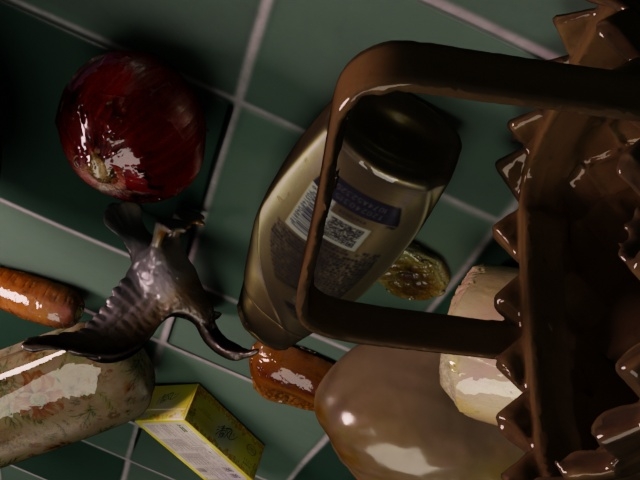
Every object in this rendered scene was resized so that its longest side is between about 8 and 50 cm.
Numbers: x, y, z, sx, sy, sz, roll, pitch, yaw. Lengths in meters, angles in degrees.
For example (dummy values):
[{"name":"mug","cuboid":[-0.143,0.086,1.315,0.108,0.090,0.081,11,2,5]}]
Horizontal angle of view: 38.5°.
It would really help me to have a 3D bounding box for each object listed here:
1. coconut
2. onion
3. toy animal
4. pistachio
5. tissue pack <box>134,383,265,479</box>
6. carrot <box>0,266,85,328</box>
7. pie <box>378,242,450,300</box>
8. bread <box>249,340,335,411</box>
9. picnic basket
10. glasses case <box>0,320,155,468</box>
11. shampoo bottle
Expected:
[{"name":"coconut","cuboid":[0.190,0.095,0.796,0.152,0.147,0.147,10,144,18]},{"name":"onion","cuboid":[-0.151,-0.092,0.751,0.131,0.131,0.131,14,145,10]},{"name":"toy animal","cuboid":[-0.149,0.052,0.912,0.197,0.272,0.160,11,109,29]},{"name":"pistachio","cuboid":[0.135,0.189,0.955,0.287,0.197,0.166,9,-172,0]},{"name":"tissue pack","cuboid":[-0.168,0.275,1.306,0.095,0.062,0.176,-9,134,34]},{"name":"carrot","cuboid":[-0.407,0.058,1.149,0.247,0.059,0.059,16,145,14]},{"name":"pie","cuboid":[0.082,0.029,0.872,0.084,0.020,0.084,14,145,10]},{"name":"bread","cuboid":[-0.030,0.176,1.114,0.129,0.044,0.126,16,147,2]},{"name":"picnic basket","cuboid":[0.153,0.006,0.552,0.320,0.291,0.254,9,145,-3]},{"name":"glasses case","cuboid":[-0.422,0.226,1.232,0.425,0.098,0.157,-21,121,14]},{"name":"shampoo bottle","cuboid":[0.000,0.000,0.821,0.125,0.084,0.350,27,146,-5]}]
